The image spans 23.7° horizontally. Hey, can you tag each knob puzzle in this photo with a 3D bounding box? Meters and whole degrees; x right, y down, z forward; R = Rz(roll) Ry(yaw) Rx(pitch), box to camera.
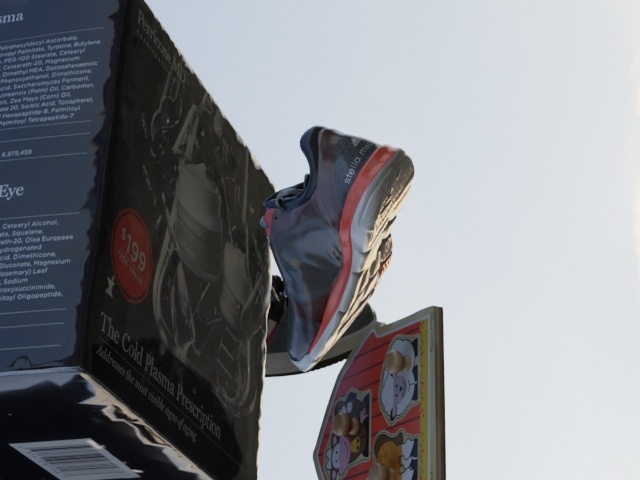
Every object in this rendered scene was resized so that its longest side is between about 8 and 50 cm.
[{"bbox_3d":[0.036,0.156,1.224,0.030,0.213,0.213,12,-108,-26],"label":"knob puzzle"}]

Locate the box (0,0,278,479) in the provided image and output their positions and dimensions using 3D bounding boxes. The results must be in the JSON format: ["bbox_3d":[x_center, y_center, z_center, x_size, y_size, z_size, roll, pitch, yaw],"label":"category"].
[{"bbox_3d":[-0.176,0.024,1.207,0.343,0.178,0.313,55,-147,-59],"label":"box"}]

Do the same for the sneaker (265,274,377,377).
[{"bbox_3d":[-0.085,0.038,1.554,0.124,0.295,0.179,-121,28,-63],"label":"sneaker"}]

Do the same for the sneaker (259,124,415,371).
[{"bbox_3d":[0.000,0.000,0.785,0.061,0.065,0.158,-47,-18,-46],"label":"sneaker"}]
